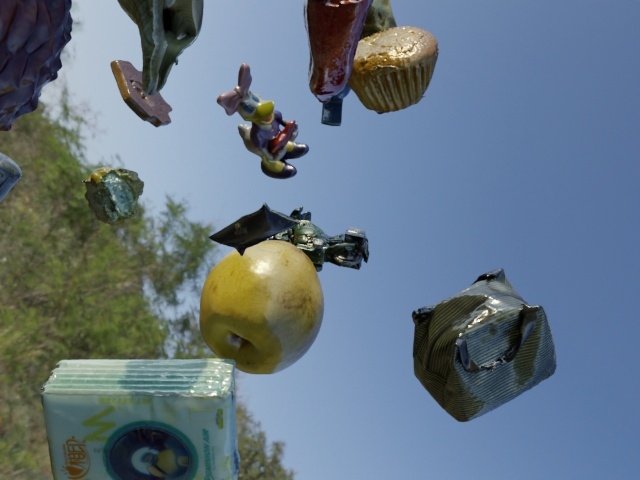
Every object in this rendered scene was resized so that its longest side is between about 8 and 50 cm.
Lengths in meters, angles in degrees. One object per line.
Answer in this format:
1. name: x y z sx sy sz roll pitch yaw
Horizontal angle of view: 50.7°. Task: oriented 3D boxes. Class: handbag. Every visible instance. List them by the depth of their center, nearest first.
1. handbag: 0.390 0.239 1.624 0.247 0.340 0.240 53 -16 50

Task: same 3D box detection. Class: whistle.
1. whistle: 0.036 -0.371 1.669 0.090 0.090 0.158 131 -36 -67

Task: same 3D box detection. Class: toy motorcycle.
1. toy motorcycle: 0.000 0.000 1.772 0.187 0.274 0.125 -62 162 -57

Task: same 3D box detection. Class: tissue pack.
1. tissue pack: -0.374 0.407 1.453 0.162 0.387 0.288 -93 -177 -70

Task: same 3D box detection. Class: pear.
1. pear: -0.133 0.149 1.573 0.314 0.314 0.315 52 -29 44

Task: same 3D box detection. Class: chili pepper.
1. chili pepper: 0.022 -0.326 1.123 0.144 0.136 0.253 45 -34 32

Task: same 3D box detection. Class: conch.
1. conch: -0.317 -0.476 1.301 0.169 0.203 0.387 21 -73 50

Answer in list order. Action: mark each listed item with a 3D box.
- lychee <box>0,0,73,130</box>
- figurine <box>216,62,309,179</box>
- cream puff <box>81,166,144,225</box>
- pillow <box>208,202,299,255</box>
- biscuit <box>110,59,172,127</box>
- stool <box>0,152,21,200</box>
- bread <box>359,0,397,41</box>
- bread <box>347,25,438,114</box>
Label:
1. lychee: -0.501 -0.319 0.796 0.424 0.500 0.424 41 10 -9
2. figurine: -0.169 -0.333 1.986 0.193 0.154 0.421 26 -16 16
3. cream puff: -0.519 -0.119 1.718 0.121 0.156 0.156 17 -58 61
4. pillow: -0.122 -0.020 1.233 0.150 0.090 0.048 -27 -109 32
5. biscuit: -0.454 -0.369 1.741 0.182 0.034 0.215 66 16 19
6. stool: -0.682 -0.128 1.390 0.096 0.110 0.096 33 -1 1
7. bread: 0.133 -0.551 1.794 0.130 0.152 0.268 -55 130 -59
8. bread: 0.167 -0.407 1.571 0.240 0.239 0.139 42 -19 54
